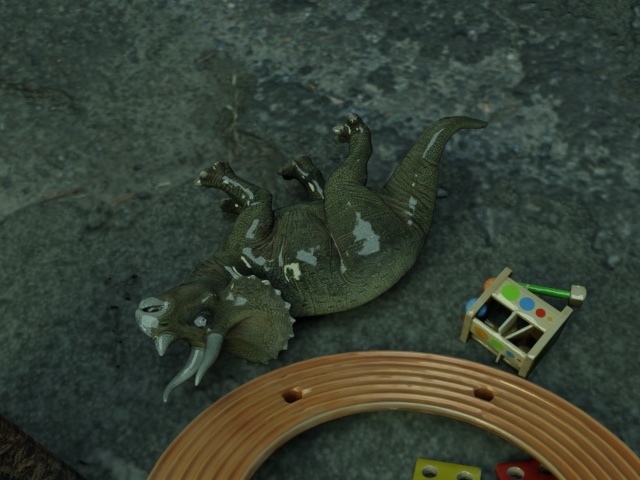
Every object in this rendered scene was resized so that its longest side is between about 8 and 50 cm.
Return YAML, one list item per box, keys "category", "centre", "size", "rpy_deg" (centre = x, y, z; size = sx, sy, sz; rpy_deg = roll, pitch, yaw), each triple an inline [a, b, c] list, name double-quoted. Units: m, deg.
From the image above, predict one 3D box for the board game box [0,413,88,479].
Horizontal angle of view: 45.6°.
- category: "board game box"
  centre: [-0.287, 0.214, 0.411]
  size: [0.141, 0.232, 0.291]
  rpy_deg: [22, 64, 15]

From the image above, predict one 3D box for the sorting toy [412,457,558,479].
- category: "sorting toy"
  centre: [0.126, 0.239, 0.446]
  size: [0.132, 0.046, 0.274]
  rpy_deg: [-7, 31, -7]

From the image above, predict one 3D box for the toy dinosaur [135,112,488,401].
- category: "toy dinosaur"
  centre: [0.000, 0.000, 0.606]
  size: [0.313, 0.121, 0.160]
  rpy_deg: [-22, 72, -14]

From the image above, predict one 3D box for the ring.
- category: "ring"
  centre: [0.055, 0.184, 0.450]
  size: [0.336, 0.032, 0.336]
  rpy_deg: [1, 32, 0]

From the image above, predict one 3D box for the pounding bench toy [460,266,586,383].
- category: "pounding bench toy"
  centre: [0.154, 0.052, 0.581]
  size: [0.065, 0.052, 0.083]
  rpy_deg: [37, 68, 23]
